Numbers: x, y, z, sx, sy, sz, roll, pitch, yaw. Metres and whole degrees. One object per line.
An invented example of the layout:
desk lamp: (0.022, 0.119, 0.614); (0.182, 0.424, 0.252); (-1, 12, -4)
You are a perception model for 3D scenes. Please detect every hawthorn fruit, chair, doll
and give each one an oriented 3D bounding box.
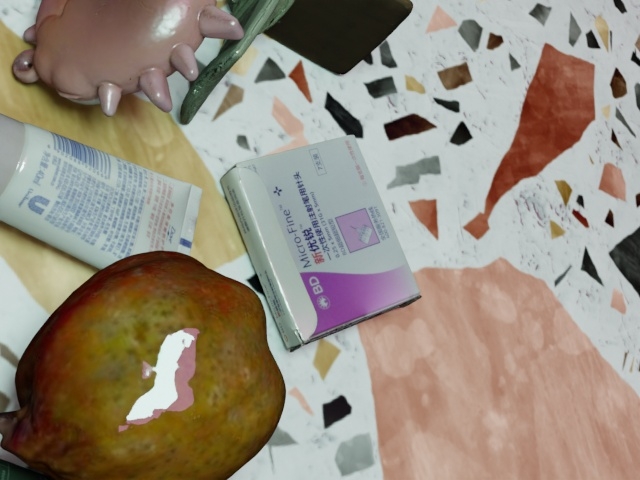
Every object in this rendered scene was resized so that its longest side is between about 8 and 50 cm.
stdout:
hawthorn fruit: (-0.160, 0.120, 0.770); (0.248, 0.208, 0.208); (-19, 85, -36)
chair: (-0.014, -0.247, 1.014); (0.186, 0.160, 0.319); (25, 60, -22)
doll: (-0.173, -0.218, 0.883); (0.262, 0.093, 0.211); (-34, 65, 0)

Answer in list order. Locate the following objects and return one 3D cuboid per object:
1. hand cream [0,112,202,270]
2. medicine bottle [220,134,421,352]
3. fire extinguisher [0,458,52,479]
hand cream: (-0.217, -0.039, 0.870); (0.248, 0.083, 0.133); (28, 61, -35)
medicine bottle: (0.000, 0.000, 1.006); (0.171, 0.052, 0.201); (-17, 82, -35)
fire extinguisher: (-0.253, 0.220, 0.730); (0.311, 0.114, 0.095); (29, 71, -24)
